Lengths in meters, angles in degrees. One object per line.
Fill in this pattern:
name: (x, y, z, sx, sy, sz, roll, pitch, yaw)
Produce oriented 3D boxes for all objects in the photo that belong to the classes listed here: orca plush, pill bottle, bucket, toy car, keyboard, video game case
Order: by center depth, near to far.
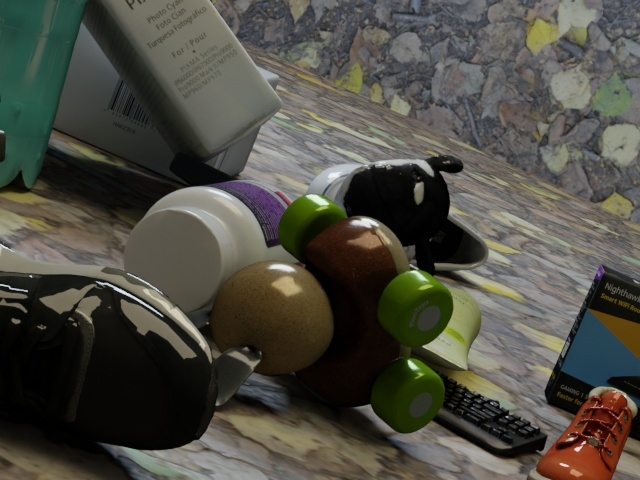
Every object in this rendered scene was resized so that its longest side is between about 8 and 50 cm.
toy car: (-0.027, 0.069, 1.236, 0.188, 0.149, 0.155, -17, 36, -31)
pill bottle: (-0.084, 0.009, 1.373, 0.108, 0.108, 0.193, 25, 10, 12)
keyboard: (0.101, 0.124, 1.415, 0.180, 0.023, 0.108, 29, 12, 28)
bucket: (-0.354, -0.181, 1.571, 0.281, 0.183, 0.281, 21, 9, -3)
orca plush: (0.072, -0.004, 1.700, 0.151, 0.102, 0.287, -16, -9, -10)
video game case: (0.000, 0.000, 1.709, 0.274, 0.026, 0.196, 25, -4, 21)

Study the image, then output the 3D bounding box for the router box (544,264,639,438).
router box: (0.313, 0.117, 1.588, 0.179, 0.133, 0.046, 22, 9, -1)

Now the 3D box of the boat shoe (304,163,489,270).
boat shoe: (0.093, -0.022, 1.952, 0.258, 0.095, 0.084, 11, 11, -43)

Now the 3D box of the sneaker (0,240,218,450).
sneaker: (-0.198, 0.059, 0.971, 0.283, 0.107, 0.124, 22, 24, 19)

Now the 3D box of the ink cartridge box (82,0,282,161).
ink cartridge box: (-0.195, -0.253, 1.716, 0.385, 0.091, 0.308, 57, -7, -5)

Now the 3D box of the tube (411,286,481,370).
tube: (0.100, 0.077, 1.493, 0.070, 0.062, 0.240, -14, -1, 12)

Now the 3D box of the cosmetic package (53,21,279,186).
cosmetic package: (-0.188, -0.170, 2.008, 0.224, 0.138, 0.224, 23, 9, 4)

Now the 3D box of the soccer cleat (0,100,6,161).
soccer cleat: (-0.338, -0.191, 1.354, 0.143, 0.331, 0.116, -4, -11, -34)

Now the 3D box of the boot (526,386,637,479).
boot: (0.201, 0.154, 1.303, 0.059, 0.085, 0.158, 26, 12, 11)
